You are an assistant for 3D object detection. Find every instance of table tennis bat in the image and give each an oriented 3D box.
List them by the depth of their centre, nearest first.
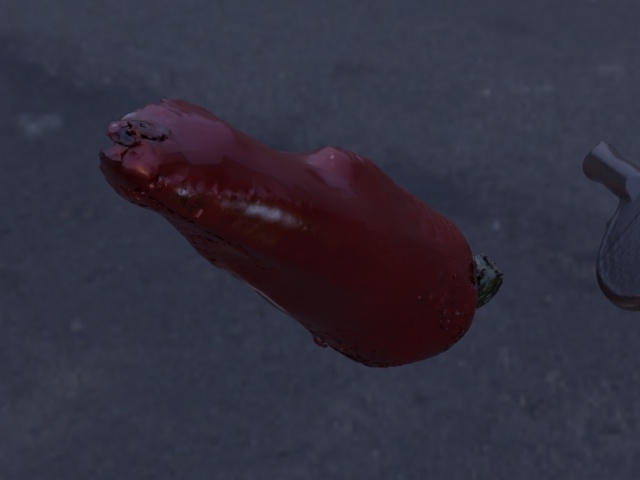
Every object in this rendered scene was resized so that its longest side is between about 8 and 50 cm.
[{"bbox_3d":[0.135,-0.048,0.876,0.107,0.119,0.170,-51,20,5],"label":"table tennis bat"}]

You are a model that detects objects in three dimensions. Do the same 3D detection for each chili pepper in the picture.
[{"bbox_3d":[0.000,0.000,0.974,0.110,0.387,0.110,-13,65,29],"label":"chili pepper"}]
